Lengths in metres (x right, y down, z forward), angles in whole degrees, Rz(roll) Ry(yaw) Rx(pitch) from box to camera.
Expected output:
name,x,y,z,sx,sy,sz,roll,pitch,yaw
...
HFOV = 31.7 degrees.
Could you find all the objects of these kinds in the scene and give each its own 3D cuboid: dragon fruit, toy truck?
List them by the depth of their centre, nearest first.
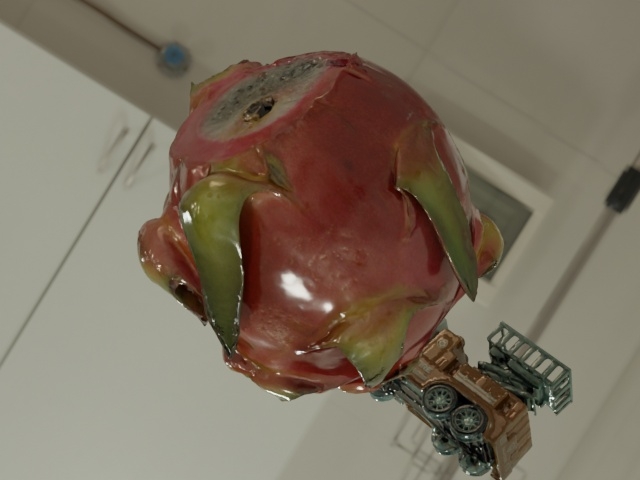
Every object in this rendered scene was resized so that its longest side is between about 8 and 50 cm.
name,x,y,z,sx,sy,sz,roll,pitch,yaw
dragon fruit,-0.001,-0.004,0.728,0.227,0.224,0.224,62,170,-20
toy truck,0.121,0.119,1.003,0.177,0.115,0.080,35,157,34
